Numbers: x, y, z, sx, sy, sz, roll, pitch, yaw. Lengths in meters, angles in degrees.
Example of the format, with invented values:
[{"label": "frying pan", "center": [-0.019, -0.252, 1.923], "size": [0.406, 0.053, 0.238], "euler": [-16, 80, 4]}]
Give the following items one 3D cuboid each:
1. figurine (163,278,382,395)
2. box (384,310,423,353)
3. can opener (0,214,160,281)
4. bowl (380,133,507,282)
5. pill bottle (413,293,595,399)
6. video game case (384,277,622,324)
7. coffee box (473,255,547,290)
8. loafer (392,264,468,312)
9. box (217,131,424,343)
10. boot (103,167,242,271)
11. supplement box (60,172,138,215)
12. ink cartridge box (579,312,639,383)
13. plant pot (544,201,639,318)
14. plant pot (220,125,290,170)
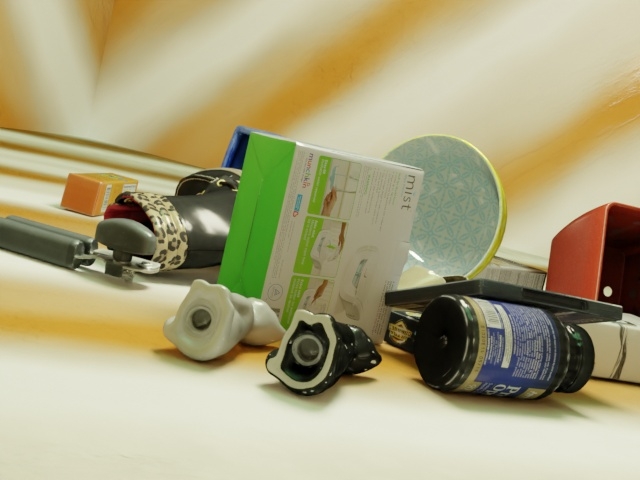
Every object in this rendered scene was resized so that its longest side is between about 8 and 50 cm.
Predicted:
[{"label": "figurine", "center": [-0.047, 0.114, 1.265], "size": [0.214, 0.092, 0.209], "euler": [15, -1, 20]}, {"label": "box", "center": [0.230, 0.153, 1.575], "size": [0.220, 0.051, 0.175], "euler": [7, 9, -44]}, {"label": "can opener", "center": [-0.359, 0.000, 1.578], "size": [0.280, 0.093, 0.074], "euler": [10, 6, 19]}, {"label": "bowl", "center": [0.227, -0.039, 1.986], "size": [0.289, 0.290, 0.156], "euler": [17, 0, 30]}, {"label": "pill bottle", "center": [0.241, 0.141, 1.381], "size": [0.219, 0.123, 0.123], "euler": [10, 7, -28]}, {"label": "video game case", "center": [0.257, 0.092, 1.501], "size": [0.274, 0.026, 0.196], "euler": [11, -13, -34]}, {"label": "coffee box", "center": [0.320, 0.083, 2.145], "size": [0.246, 0.098, 0.141], "euler": [7, 9, -46]}, {"label": "loafer", "center": [0.152, 0.088, 1.795], "size": [0.268, 0.092, 0.102], "euler": [7, 9, -44]}, {"label": "box", "center": [0.000, 0.000, 1.498], "size": [0.231, 0.262, 0.126], "euler": [7, 8, -37]}, {"label": "boot", "center": [-0.225, -0.036, 1.789], "size": [0.284, 0.138, 0.377], "euler": [-1, 22, -36]}, {"label": "supplement box", "center": [-0.461, -0.100, 2.250], "size": [0.078, 0.080, 0.233], "euler": [16, 5, 7]}, {"label": "ink cartridge box", "center": [0.452, 0.164, 1.742], "size": [0.219, 0.093, 0.160], "euler": [11, 6, -23]}, {"label": "plant pot", "center": [0.563, 0.087, 2.007], "size": [0.267, 0.267, 0.235], "euler": [11, -6, -20]}, {"label": "plant pot", "center": [-0.102, -0.125, 2.563], "size": [0.212, 0.236, 0.236], "euler": [17, 4, -36]}]
